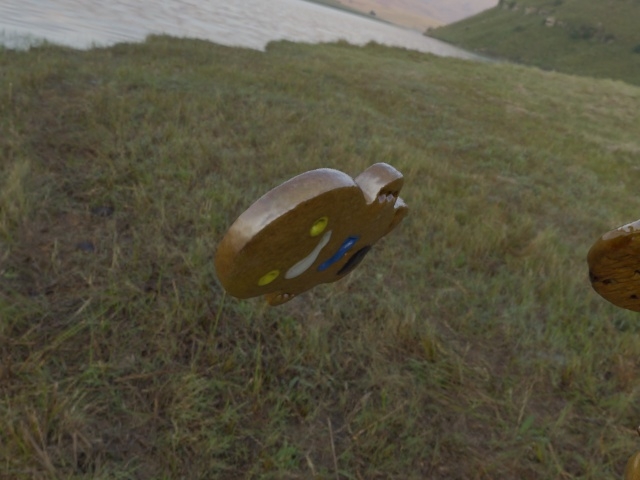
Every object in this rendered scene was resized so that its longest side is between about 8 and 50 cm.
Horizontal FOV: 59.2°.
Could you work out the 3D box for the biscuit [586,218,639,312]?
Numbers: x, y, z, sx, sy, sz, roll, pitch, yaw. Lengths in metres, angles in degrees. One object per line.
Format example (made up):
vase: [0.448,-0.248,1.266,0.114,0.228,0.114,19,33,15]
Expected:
biscuit: [0.339,0.019,0.475,0.211,0.212,0.036,13,63,-7]

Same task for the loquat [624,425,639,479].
loquat: [0.407,0.269,0.522,0.238,0.239,0.193,22,11,15]

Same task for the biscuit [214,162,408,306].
biscuit: [0.000,0.000,0.508,0.039,0.180,0.236,52,23,21]
